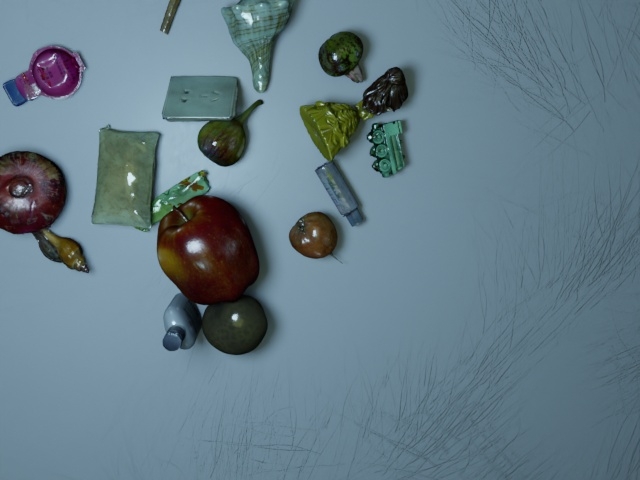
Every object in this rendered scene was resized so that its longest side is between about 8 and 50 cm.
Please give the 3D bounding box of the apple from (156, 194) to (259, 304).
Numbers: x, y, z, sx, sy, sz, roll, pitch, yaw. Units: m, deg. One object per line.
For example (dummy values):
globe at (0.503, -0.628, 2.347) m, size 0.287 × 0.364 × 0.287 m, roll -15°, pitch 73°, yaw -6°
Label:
apple at (-0.332, 0.028, 1.687) m, size 0.288 × 0.288 × 0.317 m, roll -25°, pitch 117°, yaw 1°

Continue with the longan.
longan at (-0.262, 0.258, 1.783) m, size 0.212 × 0.198 × 0.198 m, roll -37°, pitch 101°, yaw 21°

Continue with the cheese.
cheese at (-0.804, -0.474, 1.675) m, size 0.244 × 0.062 × 0.155 m, roll -26°, pitch 100°, yaw 3°

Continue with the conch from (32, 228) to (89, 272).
conch at (-0.798, 0.026, 1.766) m, size 0.232 × 0.080 × 0.086 m, roll 24°, pitch 86°, yaw 16°

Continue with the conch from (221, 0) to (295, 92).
conch at (-0.186, -0.631, 1.635) m, size 0.203 × 0.169 × 0.387 m, roll 16°, pitch 98°, yaw 19°

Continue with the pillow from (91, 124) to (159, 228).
pillow at (-0.583, -0.192, 1.716) m, size 0.184 × 0.075 × 0.303 m, roll 4°, pitch 89°, yaw 1°

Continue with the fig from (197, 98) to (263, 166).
fig at (-0.253, -0.334, 1.706) m, size 0.149 × 0.149 × 0.245 m, roll 41°, pitch 84°, yaw -10°

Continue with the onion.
onion at (-0.867, -0.142, 1.669) m, size 0.246 × 0.190 × 0.247 m, roll 1°, pitch 88°, yaw -16°

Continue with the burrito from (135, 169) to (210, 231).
burrito at (-0.453, -0.106, 1.771) m, size 0.288 × 0.054 × 0.104 m, roll -32°, pitch 103°, yaw 1°

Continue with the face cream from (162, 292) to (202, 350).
face cream at (-0.417, 0.255, 1.718) m, size 0.070 × 0.291 × 0.144 m, roll -25°, pitch 103°, yaw 1°

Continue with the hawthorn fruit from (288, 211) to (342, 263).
hawthorn fruit at (-0.018, -0.005, 1.787) m, size 0.149 × 0.149 × 0.189 m, roll -24°, pitch 141°, yaw 1°

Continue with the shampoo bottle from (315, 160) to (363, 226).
shampoo bottle at (0.062, -0.144, 1.786) m, size 0.072 × 0.072 × 0.214 m, roll -31°, pitch 101°, yaw 3°

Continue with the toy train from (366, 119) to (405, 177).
toy train at (0.208, -0.283, 1.770) m, size 0.111 × 0.071 × 0.171 m, roll -15°, pitch 101°, yaw -8°

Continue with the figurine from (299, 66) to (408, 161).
figurine at (0.119, -0.388, 1.712) m, size 0.315 × 0.187 × 0.168 m, roll -29°, pitch 128°, yaw -6°

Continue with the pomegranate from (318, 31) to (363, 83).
pomegranate at (0.065, -0.539, 1.699) m, size 0.125 × 0.163 × 0.138 m, roll 36°, pitch 80°, yaw 29°

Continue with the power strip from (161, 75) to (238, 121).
power strip at (-0.346, -0.402, 1.680) m, size 0.213 × 0.198 × 0.065 m, roll 1°, pitch 140°, yaw -2°

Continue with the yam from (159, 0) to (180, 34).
yam at (-0.433, -0.676, 1.674) m, size 0.032 × 0.032 × 0.146 m, roll 23°, pitch 99°, yaw -7°
